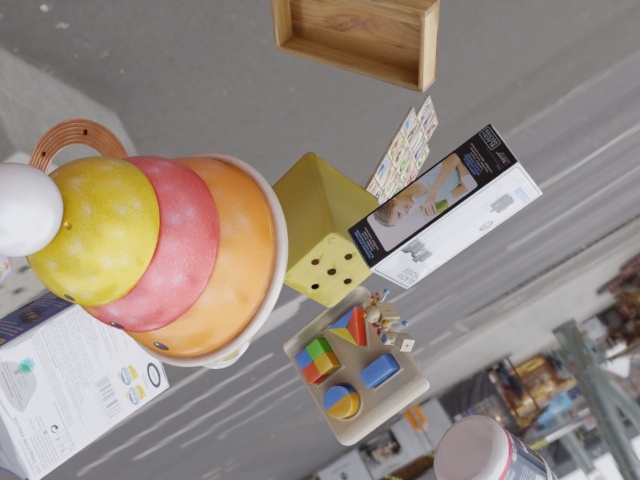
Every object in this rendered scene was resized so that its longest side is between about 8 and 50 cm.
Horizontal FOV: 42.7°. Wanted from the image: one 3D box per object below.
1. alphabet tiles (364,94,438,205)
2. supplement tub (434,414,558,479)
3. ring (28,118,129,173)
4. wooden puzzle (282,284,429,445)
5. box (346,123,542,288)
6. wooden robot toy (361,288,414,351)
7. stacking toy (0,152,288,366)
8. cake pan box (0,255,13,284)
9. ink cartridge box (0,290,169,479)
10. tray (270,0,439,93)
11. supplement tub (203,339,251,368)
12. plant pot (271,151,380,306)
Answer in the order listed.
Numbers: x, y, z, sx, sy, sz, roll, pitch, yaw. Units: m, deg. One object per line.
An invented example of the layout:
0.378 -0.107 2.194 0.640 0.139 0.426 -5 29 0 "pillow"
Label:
0.174 -0.152 1.852 0.343 0.011 0.285 -60 161 -5 "alphabet tiles"
0.409 0.540 1.882 0.191 0.191 0.272 -37 123 23 "supplement tub"
-0.553 -0.113 1.895 0.336 0.337 0.032 -37 168 23 "ring"
0.082 0.347 2.260 0.322 0.348 0.080 -41 162 21 "wooden puzzle"
0.207 -0.047 1.353 0.290 0.087 0.169 -36 153 14 "box"
0.117 0.165 1.669 0.079 0.173 0.076 6 128 -33 "wooden robot toy"
-0.303 -0.010 1.163 0.350 0.351 0.480 -36 152 20 "stacking toy"
-0.577 -0.060 1.183 0.070 0.245 0.267 -54 169 -32 "cake pan box"
-0.469 0.233 1.578 0.151 0.270 0.395 6 -150 44 "ink cartridge box"
0.073 -0.495 1.881 0.076 0.410 0.203 -47 148 -35 "tray"
-0.317 0.245 2.506 0.228 0.228 0.316 -23 155 -22 "supplement tub"
0.000 0.000 1.578 0.212 0.187 0.212 -42 130 20 "plant pot"
